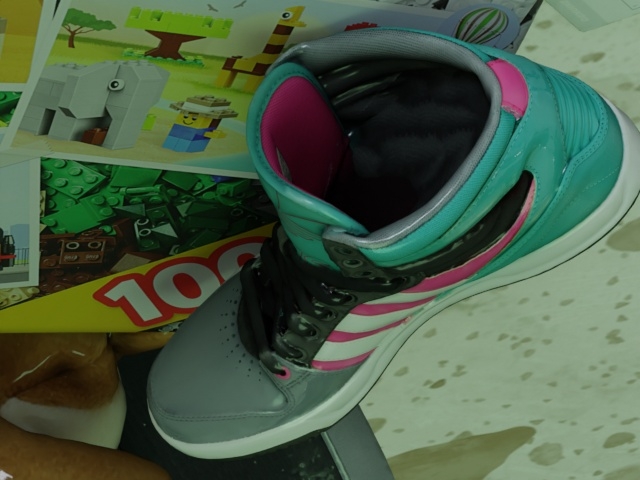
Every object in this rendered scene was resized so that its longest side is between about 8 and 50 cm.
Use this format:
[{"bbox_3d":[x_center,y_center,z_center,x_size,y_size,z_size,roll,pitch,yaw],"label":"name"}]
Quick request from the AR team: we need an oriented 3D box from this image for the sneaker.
[{"bbox_3d":[0.000,0.000,0.895,0.295,0.123,0.178,-35,147,16],"label":"sneaker"}]

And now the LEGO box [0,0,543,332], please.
[{"bbox_3d":[-0.171,-0.128,0.942,0.500,0.193,0.372,0,144,-19],"label":"LEGO box"}]

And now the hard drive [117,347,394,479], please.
[{"bbox_3d":[-0.078,0.107,1.305,0.172,0.054,0.254,-27,104,19],"label":"hard drive"}]

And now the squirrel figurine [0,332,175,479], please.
[{"bbox_3d":[-0.289,0.160,1.103,0.397,0.370,0.281,25,133,-3],"label":"squirrel figurine"}]

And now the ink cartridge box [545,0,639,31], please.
[{"bbox_3d":[0.212,-0.215,1.090,0.232,0.066,0.189,-11,152,36],"label":"ink cartridge box"}]
